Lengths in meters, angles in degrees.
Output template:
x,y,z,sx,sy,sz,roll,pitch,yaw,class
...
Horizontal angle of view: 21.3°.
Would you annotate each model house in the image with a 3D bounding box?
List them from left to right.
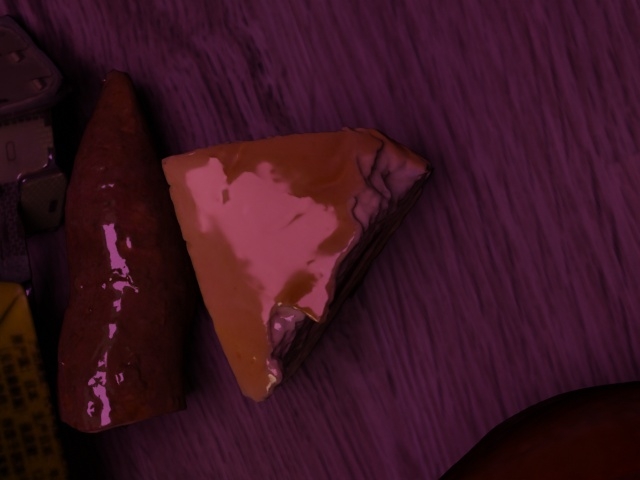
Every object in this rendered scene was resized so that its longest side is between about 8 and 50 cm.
x,y,z,sx,sy,sz,roll,pitch,yaw,class
-0.341,-0.042,1.634,0.204,0.218,0.279,-16,123,-19,model house

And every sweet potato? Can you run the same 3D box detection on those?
x,y,z,sx,sy,sz,roll,pitch,yaw,class
-0.173,0.010,1.569,0.131,0.131,0.337,0,82,19,sweet potato

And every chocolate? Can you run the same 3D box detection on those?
x,y,z,sx,sy,sz,roll,pitch,yaw,class
-0.359,0.192,1.569,0.301,0.137,0.289,-20,83,47,chocolate

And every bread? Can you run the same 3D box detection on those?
x,y,z,sx,sy,sz,roll,pitch,yaw,class
0.008,0.009,1.479,0.211,0.183,0.224,-14,88,13,bread

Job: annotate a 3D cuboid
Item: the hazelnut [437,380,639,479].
x,y,z,sx,sy,sz,roll,pitch,yaw,class
0.230,0.289,1.332,0.409,0.359,0.359,-28,81,17,hazelnut
